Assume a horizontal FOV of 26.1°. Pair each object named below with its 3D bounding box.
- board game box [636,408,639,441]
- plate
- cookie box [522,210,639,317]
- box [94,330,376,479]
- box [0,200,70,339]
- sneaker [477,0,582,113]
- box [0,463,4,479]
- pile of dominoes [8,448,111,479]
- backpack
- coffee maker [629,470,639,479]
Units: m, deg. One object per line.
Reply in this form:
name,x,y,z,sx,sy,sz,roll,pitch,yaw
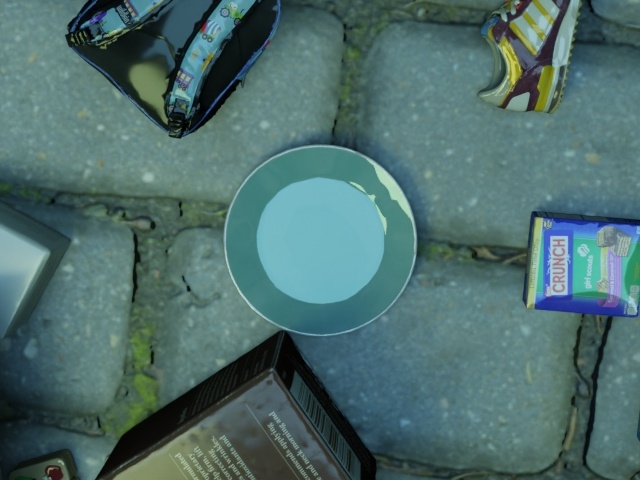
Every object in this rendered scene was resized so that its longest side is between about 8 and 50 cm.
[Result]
board game box,0.470,0.063,1.294,0.308,0.086,0.301,6,97,2
plate,0.000,0.000,1.339,0.188,0.024,0.188,0,96,2
cookie box,0.252,0.023,1.322,0.107,0.040,0.091,4,98,3
box,-0.074,0.218,1.294,0.203,0.167,0.168,-33,97,6
box,-0.313,0.023,1.322,0.101,0.087,0.102,29,97,-1
sneaker,0.193,-0.212,1.281,0.084,0.069,0.185,7,96,-4
box,-0.460,0.239,1.192,0.343,0.179,0.312,-20,115,-35
pile of dominoes,-0.252,0.339,1.383,0.196,0.040,0.251,-17,96,4
backpack,-0.123,-0.202,1.272,0.158,0.117,0.173,41,97,-3
coffee maker,0.369,0.288,1.280,0.171,0.178,0.120,33,99,1
